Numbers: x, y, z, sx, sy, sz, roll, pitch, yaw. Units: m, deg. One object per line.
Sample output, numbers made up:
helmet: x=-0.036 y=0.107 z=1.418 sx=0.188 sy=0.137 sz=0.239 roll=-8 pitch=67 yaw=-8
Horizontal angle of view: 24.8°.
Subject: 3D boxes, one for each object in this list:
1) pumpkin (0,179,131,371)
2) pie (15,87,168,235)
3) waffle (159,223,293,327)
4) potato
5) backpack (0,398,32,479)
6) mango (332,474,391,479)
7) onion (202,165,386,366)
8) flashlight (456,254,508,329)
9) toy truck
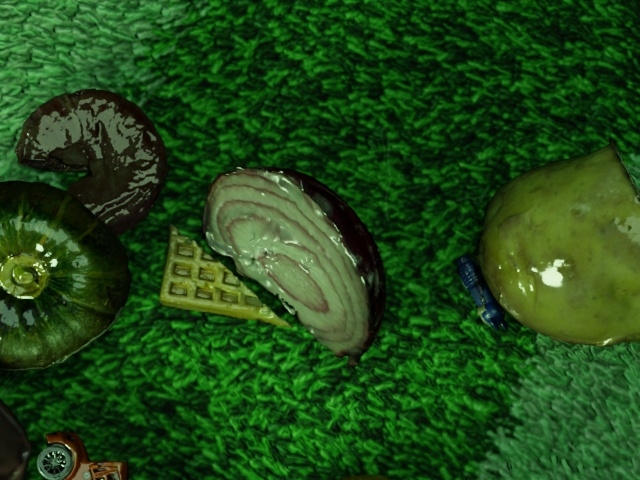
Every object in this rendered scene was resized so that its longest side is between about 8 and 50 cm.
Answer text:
pumpkin: x=-0.386 y=0.041 z=1.932 sx=0.260 sy=0.189 sz=0.260 roll=-1 pitch=98 yaw=-4
pie: x=-0.320 y=-0.112 z=2.041 sx=0.204 sy=0.054 sz=0.218 roll=-39 pitch=84 yaw=-15
waffle: x=-0.125 y=0.049 z=2.041 sx=0.191 sy=0.032 sz=0.125 roll=8 pitch=72 yaw=-8
potato: x=0.350 y=0.035 z=2.018 sx=0.237 sy=0.301 sz=0.288 roll=-25 pitch=45 yaw=6
backpack: x=-0.528 y=0.255 z=1.844 sx=0.317 sy=0.197 sz=0.283 roll=39 pitch=76 yaw=-18
mango: x=0.012 y=0.433 z=1.873 sx=0.365 sy=0.182 sz=0.252 roll=-2 pitch=76 yaw=-10
onion: x=0.000 y=0.000 z=1.957 sx=0.314 sy=0.280 sz=0.146 roll=48 pitch=60 yaw=5
flashlight: x=0.227 y=0.077 z=2.079 sx=0.035 sy=0.057 sz=0.121 roll=-35 pitch=73 yaw=23
toy truck: x=-0.291 y=0.366 z=1.889 sx=0.114 sy=0.107 sz=0.252 roll=-12 pitch=79 yaw=-12
